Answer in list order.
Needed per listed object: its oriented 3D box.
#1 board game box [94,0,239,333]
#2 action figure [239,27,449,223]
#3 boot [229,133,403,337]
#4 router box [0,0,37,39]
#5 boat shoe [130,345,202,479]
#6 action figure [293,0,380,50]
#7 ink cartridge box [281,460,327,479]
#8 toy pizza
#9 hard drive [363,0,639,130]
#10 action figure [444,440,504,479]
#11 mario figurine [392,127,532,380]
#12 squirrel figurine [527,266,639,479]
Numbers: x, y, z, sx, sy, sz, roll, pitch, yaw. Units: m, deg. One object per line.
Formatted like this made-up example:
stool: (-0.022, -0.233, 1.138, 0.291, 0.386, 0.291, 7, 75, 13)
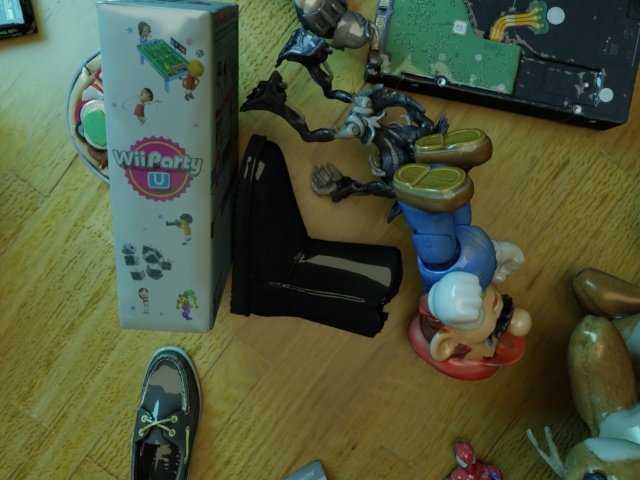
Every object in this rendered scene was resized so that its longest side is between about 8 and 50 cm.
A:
board game box: (-0.144, -0.090, 0.601, 0.098, 0.224, 0.303, 4, 114, -4)
action figure: (0.049, -0.131, 0.700, 0.276, 0.141, 0.164, 34, 82, -21)
boot: (0.000, 0.000, 0.699, 0.207, 0.094, 0.246, 7, 113, 0)
router box: (-0.432, -0.323, 0.733, 0.092, 0.038, 0.122, -12, 91, -1)
boat shoe: (-0.201, 0.254, 0.733, 0.081, 0.068, 0.227, 3, 91, -1)
action figure: (-0.037, -0.324, 0.678, 0.285, 0.185, 0.099, 42, 94, 9)
ink cartridge box: (-0.066, 0.473, 0.686, 0.310, 0.272, 0.130, -30, 122, 0)
toy pizza: (-0.218, -0.146, 0.708, 0.201, 0.032, 0.201, -1, 114, -2)
hard drive: (0.243, -0.291, 0.735, 0.339, 0.064, 0.236, 10, 91, -2)
action figure: (0.229, 0.399, 0.715, 0.092, 0.139, 0.280, -18, 89, -2)
mario figurine: (0.187, 0.039, 0.649, 0.198, 0.170, 0.320, -29, 127, -14)
squirrel figurine: (0.378, 0.264, 0.601, 0.370, 0.281, 0.396, -44, 123, -36)
